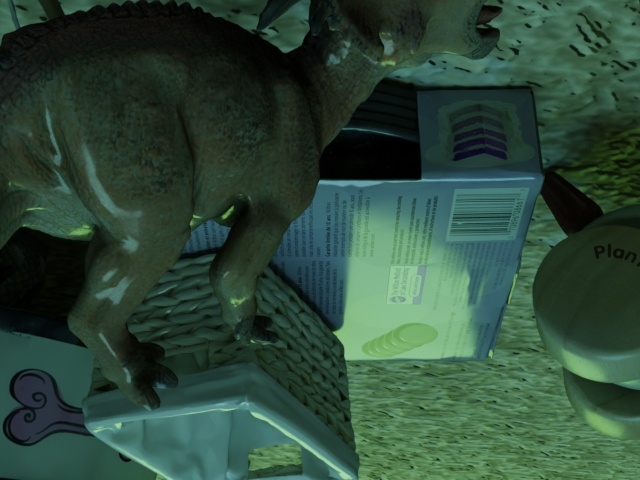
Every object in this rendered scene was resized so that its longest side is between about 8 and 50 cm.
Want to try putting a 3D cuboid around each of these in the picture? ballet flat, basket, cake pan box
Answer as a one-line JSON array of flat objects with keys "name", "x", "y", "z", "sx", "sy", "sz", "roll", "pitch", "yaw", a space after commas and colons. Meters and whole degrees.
[{"name": "ballet flat", "x": -0.296, "y": 0.052, "z": 0.845, "sx": 0.250, "sy": 0.058, "sz": 0.084, "roll": -16, "pitch": 147, "yaw": 27}, {"name": "basket", "x": -0.055, "y": 0.087, "z": 0.729, "sx": 0.113, "sy": 0.103, "sz": 0.167, "roll": -11, "pitch": 150, "yaw": 20}, {"name": "cake pan box", "x": 0.000, "y": 0.000, "z": 0.745, "sx": 0.246, "sy": 0.070, "sz": 0.267, "roll": -2, "pitch": 151, "yaw": 0}]

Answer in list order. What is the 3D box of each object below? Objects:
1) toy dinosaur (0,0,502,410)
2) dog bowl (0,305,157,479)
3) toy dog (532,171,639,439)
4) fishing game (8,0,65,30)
[{"name": "toy dinosaur", "x": -0.063, "y": -0.056, "z": 0.484, "sx": 0.295, "sy": 0.127, "sz": 0.200, "roll": -23, "pitch": 137, "yaw": -44}, {"name": "dog bowl", "x": -0.302, "y": 0.155, "z": 0.833, "sx": 0.408, "sy": 0.150, "sz": 0.408, "roll": 2, "pitch": 161, "yaw": 1}, {"name": "toy dog", "x": 0.261, "y": -0.008, "z": 0.691, "sx": 0.333, "sy": 0.161, "sz": 0.220, "roll": -10, "pitch": 150, "yaw": -13}, {"name": "fishing game", "x": -0.234, "y": -0.134, "z": 0.514, "sx": 0.264, "sy": 0.041, "sz": 0.189, "roll": 8, "pitch": 155, "yaw": 15}]
